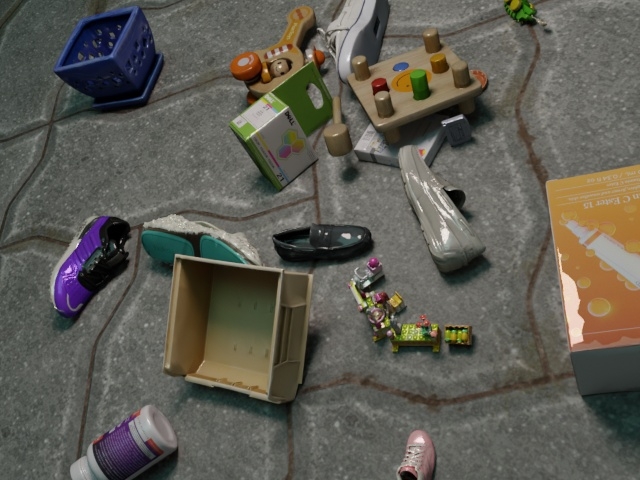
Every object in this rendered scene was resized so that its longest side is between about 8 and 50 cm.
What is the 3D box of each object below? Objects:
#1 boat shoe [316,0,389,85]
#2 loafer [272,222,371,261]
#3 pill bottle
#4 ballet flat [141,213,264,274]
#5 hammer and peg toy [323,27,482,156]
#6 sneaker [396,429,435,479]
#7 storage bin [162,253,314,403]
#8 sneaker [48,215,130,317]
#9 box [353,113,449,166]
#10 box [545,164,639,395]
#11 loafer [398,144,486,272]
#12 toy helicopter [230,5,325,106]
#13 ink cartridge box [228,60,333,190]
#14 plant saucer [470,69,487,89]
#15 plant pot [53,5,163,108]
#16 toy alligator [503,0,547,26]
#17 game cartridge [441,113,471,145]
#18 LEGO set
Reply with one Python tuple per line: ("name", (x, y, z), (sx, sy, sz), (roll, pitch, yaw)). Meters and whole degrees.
("boat shoe", (0.067, -0.537, 1.935), (0.156, 0.136, 0.367), (-2, 52, 25))
("loafer", (0.000, 0.000, 1.599), (0.223, 0.078, 0.076), (-7, 53, 22))
("pill bottle", (-0.392, 0.423, 1.457), (0.193, 0.108, 0.108), (-34, 48, -1))
("ballet flat", (-0.246, 0.014, 1.688), (0.409, 0.147, 0.147), (19, 66, 35))
("hammer and peg toy", (0.157, -0.346, 1.694), (0.361, 0.127, 0.266), (-21, 41, 1))
("sneaker", (0.160, 0.376, 1.239), (0.051, 0.070, 0.134), (-9, 51, 23))
("storage bin", (-0.166, 0.172, 1.460), (0.262, 0.123, 0.260), (6, 89, 30))
("sneaker", (-0.559, 0.055, 1.825), (0.146, 0.102, 0.293), (-2, 55, 25))
("box", (0.191, -0.239, 1.710), (0.186, 0.038, 0.145), (14, 63, 35))
("box", (0.514, 0.060, 1.232), (0.215, 0.168, 0.345), (-10, 52, 20))
("loafer", (0.244, -0.078, 1.521), (0.111, 0.112, 0.319), (-21, 56, 5))
("toy helicopter", (-0.077, -0.518, 1.995), (0.235, 0.140, 0.355), (2, 54, 26))
("ink cartridge box", (-0.063, -0.276, 1.765), (0.255, 0.189, 0.097), (-39, 47, -5))
("plant saucer", (0.354, -0.371, 1.743), (0.083, 0.013, 0.083), (-14, 50, 17))
("plant pot", (-0.624, -0.540, 2.235), (0.236, 0.212, 0.236), (-4, 54, 25))
("toy alligator", (0.490, -0.557, 1.794), (0.051, 0.056, 0.189), (-59, 37, 36))
("game cartridge", (0.304, -0.244, 1.626), (0.056, 0.083, 0.017), (-15, 55, 15))
("LEGO set", (0.147, 0.134, 1.404), (0.132, 0.107, 0.287), (-46, 49, -11))
